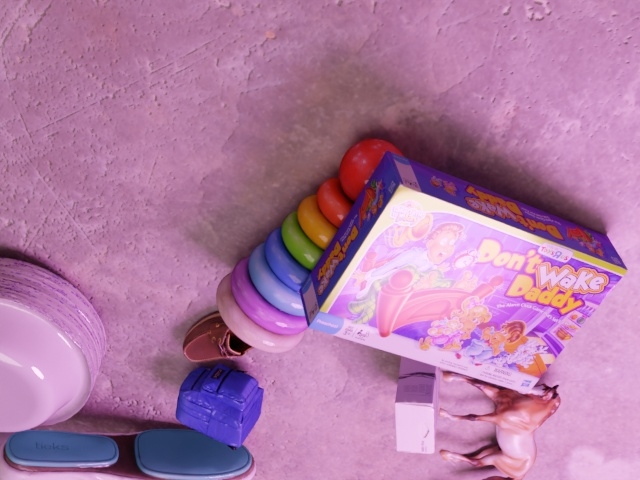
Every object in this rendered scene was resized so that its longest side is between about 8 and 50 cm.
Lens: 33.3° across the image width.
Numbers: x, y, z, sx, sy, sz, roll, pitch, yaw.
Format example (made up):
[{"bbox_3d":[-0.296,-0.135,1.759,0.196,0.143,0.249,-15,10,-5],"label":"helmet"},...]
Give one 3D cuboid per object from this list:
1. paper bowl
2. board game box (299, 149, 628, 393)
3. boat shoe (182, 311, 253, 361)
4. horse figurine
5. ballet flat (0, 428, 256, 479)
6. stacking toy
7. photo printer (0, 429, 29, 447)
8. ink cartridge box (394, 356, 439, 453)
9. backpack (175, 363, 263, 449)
[{"bbox_3d":[-0.477,0.175,1.604,0.284,0.148,0.284,4,131,4],"label":"paper bowl"},{"bbox_3d":[0.181,0.051,1.372,0.347,0.078,0.233,18,121,-23],"label":"board game box"},{"bbox_3d":[-0.135,0.142,1.580,0.178,0.060,0.064,-23,118,24],"label":"boat shoe"},{"bbox_3d":[0.267,0.296,1.612,0.174,0.066,0.263,6,124,14],"label":"horse figurine"},{"bbox_3d":[-0.307,0.373,1.693,0.400,0.139,0.139,5,128,-14],"label":"ballet flat"},{"bbox_3d":[0.000,0.000,1.417,0.141,0.141,0.330,33,121,-13],"label":"stacking toy"},{"bbox_3d":[-0.615,0.377,1.685,0.256,0.307,0.107,5,125,11],"label":"photo printer"},{"bbox_3d":[0.140,0.224,1.540,0.056,0.135,0.099,2,125,9],"label":"ink cartridge box"},{"bbox_3d":[-0.156,0.241,1.637,0.120,0.098,0.101,17,118,14],"label":"backpack"}]
